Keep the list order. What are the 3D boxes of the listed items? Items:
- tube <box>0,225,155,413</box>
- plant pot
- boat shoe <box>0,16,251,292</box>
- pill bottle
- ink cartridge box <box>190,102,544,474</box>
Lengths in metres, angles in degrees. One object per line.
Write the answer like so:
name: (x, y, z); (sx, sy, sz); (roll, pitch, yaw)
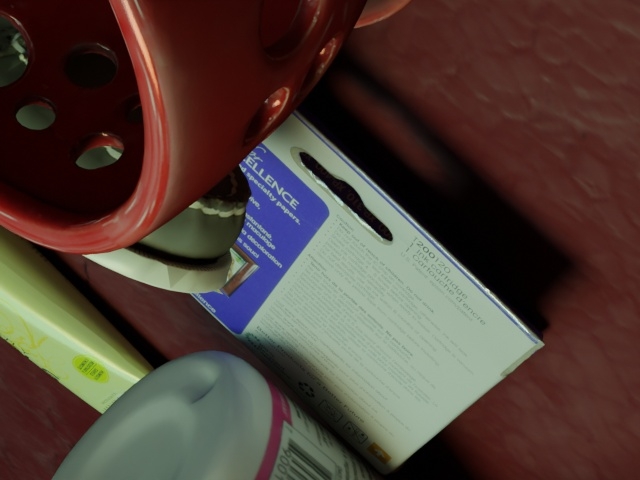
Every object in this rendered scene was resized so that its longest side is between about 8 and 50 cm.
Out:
tube: (-0.186, 0.030, 1.130); (0.240, 0.062, 0.070); (42, -167, -5)
plant pot: (-0.064, -0.119, 0.627); (0.191, 0.174, 0.191); (30, 144, 25)
boat shoe: (-0.124, -0.101, 0.764); (0.305, 0.109, 0.091); (47, 112, 28)
pill bottle: (0.000, 0.198, 0.954); (0.283, 0.160, 0.160); (43, 155, -25)
ink cartridge box: (0.000, 0.000, 0.848); (0.206, 0.045, 0.208); (44, 153, 3)
